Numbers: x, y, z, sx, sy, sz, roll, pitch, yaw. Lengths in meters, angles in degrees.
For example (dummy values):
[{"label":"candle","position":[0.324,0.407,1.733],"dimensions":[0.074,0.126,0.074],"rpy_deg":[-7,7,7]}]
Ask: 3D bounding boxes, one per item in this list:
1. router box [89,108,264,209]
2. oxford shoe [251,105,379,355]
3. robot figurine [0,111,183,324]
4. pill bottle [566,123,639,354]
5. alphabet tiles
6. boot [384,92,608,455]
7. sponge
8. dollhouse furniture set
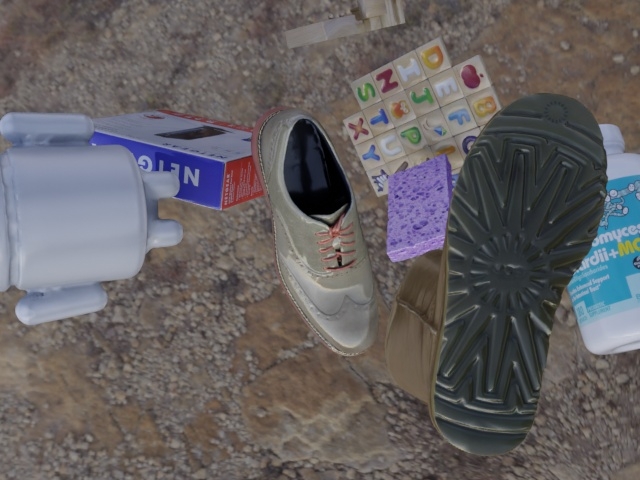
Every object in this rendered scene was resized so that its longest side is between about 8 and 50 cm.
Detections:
[{"label":"router box","position":[-0.230,-0.155,1.423],"dimensions":[0.335,0.301,0.082],"rpy_deg":[15,109,22]},{"label":"oxford shoe","position":[0.000,0.000,1.015],"dimensions":[0.123,0.130,0.348],"rpy_deg":[-24,103,-11]},{"label":"robot figurine","position":[-0.380,-0.033,1.135],"dimensions":[0.199,0.353,0.300],"rpy_deg":[-7,87,63]},{"label":"pill bottle","position":[0.359,-0.004,0.967],"dimensions":[0.146,0.146,0.264],"rpy_deg":[-18,71,15]},{"label":"alphabet tiles","position":[0.193,-0.202,1.475],"dimensions":[0.342,0.011,0.285],"rpy_deg":[-18,99,46]},{"label":"boot","position":[0.108,0.023,0.603],"dimensions":[0.089,0.269,0.236],"rpy_deg":[18,90,-1]},{"label":"sponge","position":[0.174,-0.059,1.384],"dimensions":[0.117,0.031,0.210],"rpy_deg":[-19,40,22]},{"label":"dollhouse furniture set","position":[0.026,-0.342,1.087],"dimensions":[0.151,0.123,0.144],"rpy_deg":[-19,15,-25]}]
